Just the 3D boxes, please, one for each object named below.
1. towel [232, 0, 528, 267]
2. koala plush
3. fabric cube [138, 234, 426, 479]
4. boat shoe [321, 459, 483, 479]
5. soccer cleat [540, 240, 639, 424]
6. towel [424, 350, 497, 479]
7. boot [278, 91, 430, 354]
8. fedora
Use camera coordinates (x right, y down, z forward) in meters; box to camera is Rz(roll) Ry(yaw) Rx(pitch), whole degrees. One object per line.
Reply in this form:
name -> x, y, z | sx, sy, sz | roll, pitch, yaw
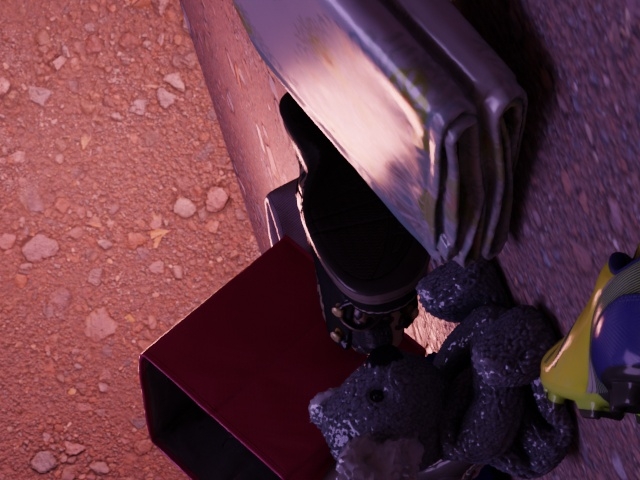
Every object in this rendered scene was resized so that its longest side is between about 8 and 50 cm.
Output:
towel -> 0.030, -0.170, 1.180 | 0.374, 0.090, 0.320 | 50, 170, 19
koala plush -> 0.102, 0.157, 1.313 | 0.196, 0.221, 0.203 | -128, 19, -64
fabric cube -> -0.052, 0.203, 1.844 | 0.259, 0.258, 0.254 | 39, 153, 21
boat shoe -> 0.123, 0.253, 1.617 | 0.335, 0.095, 0.112 | -36, 26, 48
soccer cleat -> 0.210, 0.061, 0.934 | 0.289, 0.093, 0.121 | 94, -175, -82
towel -> 0.185, 0.310, 1.722 | 0.227, 0.076, 0.308 | 96, 154, -58
boot -> 0.052, 0.018, 1.610 | 0.377, 0.138, 0.284 | -114, 9, -50
fedora -> 0.000, 0.000, 1.970 | 0.244, 0.124, 0.275 | -136, 26, -71
